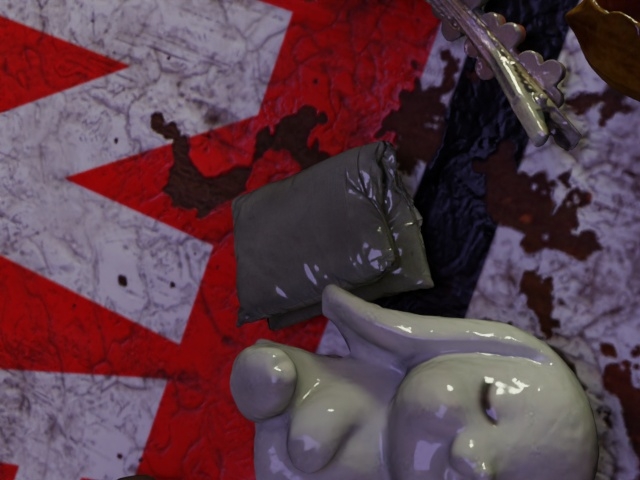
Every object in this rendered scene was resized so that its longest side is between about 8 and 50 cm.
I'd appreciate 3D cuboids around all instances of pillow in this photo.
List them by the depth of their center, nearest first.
[{"bbox_3d":[0.000,0.000,1.383,0.181,0.078,0.134,-20,73,31],"label":"pillow"}]

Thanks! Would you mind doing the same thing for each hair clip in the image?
[{"bbox_3d":[0.152,-0.156,1.322,0.062,0.056,0.214,-54,53,34],"label":"hair clip"}]

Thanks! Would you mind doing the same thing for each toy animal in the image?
[{"bbox_3d":[0.089,0.159,1.258,0.265,0.206,0.272,-11,95,21],"label":"toy animal"}]

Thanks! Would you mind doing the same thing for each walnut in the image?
[{"bbox_3d":[0.280,-0.154,1.207,0.207,0.116,0.116,17,94,34],"label":"walnut"}]

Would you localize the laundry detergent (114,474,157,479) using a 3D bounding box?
[{"bbox_3d":[-0.133,0.345,1.436,0.237,0.076,0.171,40,107,25],"label":"laundry detergent"}]
